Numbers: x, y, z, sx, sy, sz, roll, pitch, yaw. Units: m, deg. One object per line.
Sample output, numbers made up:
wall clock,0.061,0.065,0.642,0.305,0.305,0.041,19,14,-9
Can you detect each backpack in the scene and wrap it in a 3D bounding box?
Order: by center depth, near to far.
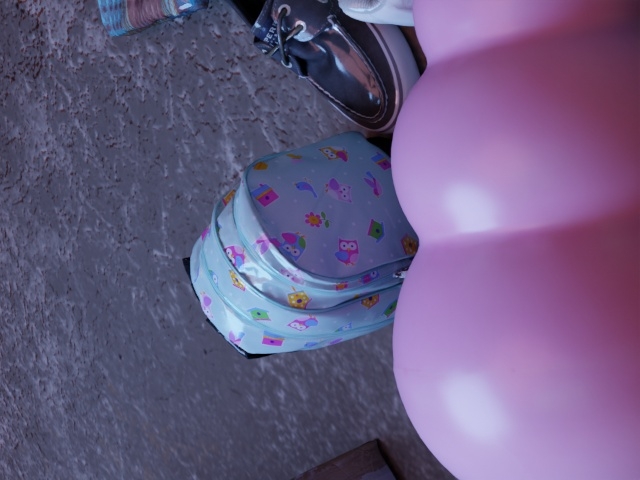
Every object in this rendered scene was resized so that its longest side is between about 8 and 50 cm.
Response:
backpack,0.000,0.000,0.829,0.152,0.182,0.115,50,136,24

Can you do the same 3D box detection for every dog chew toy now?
dog chew toy,0.128,-0.028,0.673,0.207,0.207,0.331,-9,90,49

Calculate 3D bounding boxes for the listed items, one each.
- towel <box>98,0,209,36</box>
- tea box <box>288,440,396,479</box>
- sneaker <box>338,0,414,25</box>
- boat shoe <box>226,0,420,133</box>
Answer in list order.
towel,-0.167,-0.340,0.921,0.271,0.040,0.370,-165,62,-70
tea box,-0.093,0.358,0.960,0.220,0.329,0.323,59,137,14
sneaker,0.010,-0.256,0.770,0.292,0.118,0.110,61,141,13
boat shoe,-0.021,-0.160,0.871,0.228,0.076,0.080,56,138,17
